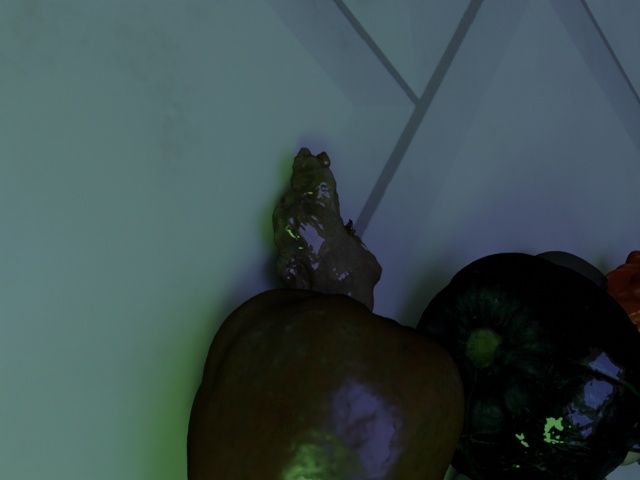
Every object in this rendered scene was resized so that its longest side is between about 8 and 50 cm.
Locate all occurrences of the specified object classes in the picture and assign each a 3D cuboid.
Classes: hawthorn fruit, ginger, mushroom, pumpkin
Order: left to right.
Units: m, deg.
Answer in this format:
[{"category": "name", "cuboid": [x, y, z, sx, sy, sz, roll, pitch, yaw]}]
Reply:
[{"category": "hawthorn fruit", "cuboid": [-0.008, 0.203, 0.719, 0.268, 0.267, 0.301, 34, 67, -35]}, {"category": "ginger", "cuboid": [-0.002, 0.003, 0.866, 0.137, 0.074, 0.213, -39, 116, -42]}, {"category": "pumpkin", "cuboid": [0.270, 0.174, 0.942, 0.238, 0.315, 0.315, 42, 61, -39]}, {"category": "mushroom", "cuboid": [0.368, 0.078, 1.162, 0.188, 0.141, 0.117, -3, 55, -43]}]

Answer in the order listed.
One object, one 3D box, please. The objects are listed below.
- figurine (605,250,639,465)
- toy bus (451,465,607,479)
[{"category": "figurine", "cuboid": [0.618, 0.229, 1.324, 0.306, 0.241, 0.412, 6, 102, -18]}, {"category": "toy bus", "cuboid": [0.283, 0.404, 0.989, 0.194, 0.232, 0.288, 52, 54, -30]}]
